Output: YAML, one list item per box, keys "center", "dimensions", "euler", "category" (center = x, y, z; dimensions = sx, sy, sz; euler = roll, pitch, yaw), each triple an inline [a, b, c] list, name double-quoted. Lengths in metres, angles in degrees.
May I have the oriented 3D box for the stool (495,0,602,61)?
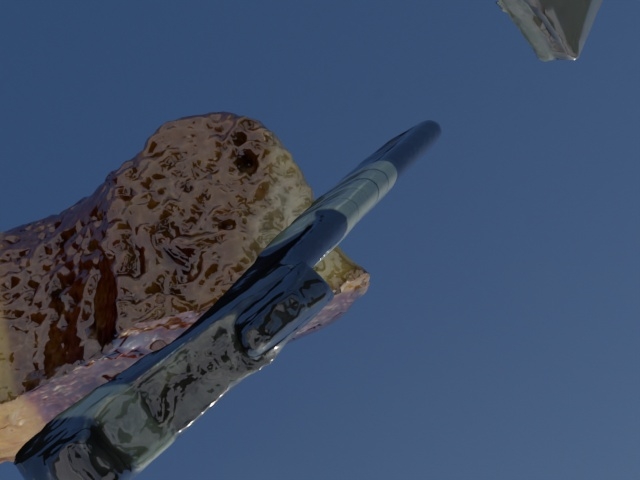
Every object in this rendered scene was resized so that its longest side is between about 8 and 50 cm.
- center: [0.120, -0.196, 0.322]
  dimensions: [0.270, 0.243, 0.170]
  euler: [47, -120, -37]
  category: "stool"

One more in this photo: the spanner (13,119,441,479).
- center: [0.000, 0.000, 0.442]
  dimensions: [0.087, 0.316, 0.024]
  euler: [-38, -87, 23]
  category: "spanner"

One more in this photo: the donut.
- center: [-0.125, 0.031, 0.637]
  dimensions: [0.295, 0.151, 0.112]
  euler: [-13, -108, 1]
  category: "donut"
